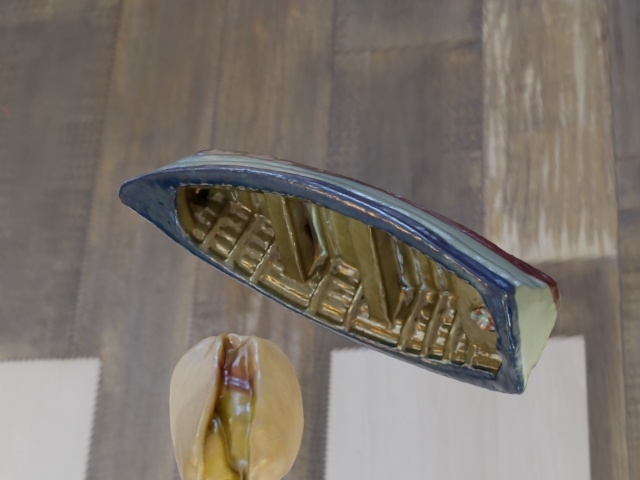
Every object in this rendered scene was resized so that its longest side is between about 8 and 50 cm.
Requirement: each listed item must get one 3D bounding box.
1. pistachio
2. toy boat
[{"bbox_3d":[-0.073,0.161,1.198,0.117,0.145,0.200,3,29,-10],"label":"pistachio"},{"bbox_3d":[0.000,0.000,0.585,0.229,0.080,0.046,21,49,41],"label":"toy boat"}]
